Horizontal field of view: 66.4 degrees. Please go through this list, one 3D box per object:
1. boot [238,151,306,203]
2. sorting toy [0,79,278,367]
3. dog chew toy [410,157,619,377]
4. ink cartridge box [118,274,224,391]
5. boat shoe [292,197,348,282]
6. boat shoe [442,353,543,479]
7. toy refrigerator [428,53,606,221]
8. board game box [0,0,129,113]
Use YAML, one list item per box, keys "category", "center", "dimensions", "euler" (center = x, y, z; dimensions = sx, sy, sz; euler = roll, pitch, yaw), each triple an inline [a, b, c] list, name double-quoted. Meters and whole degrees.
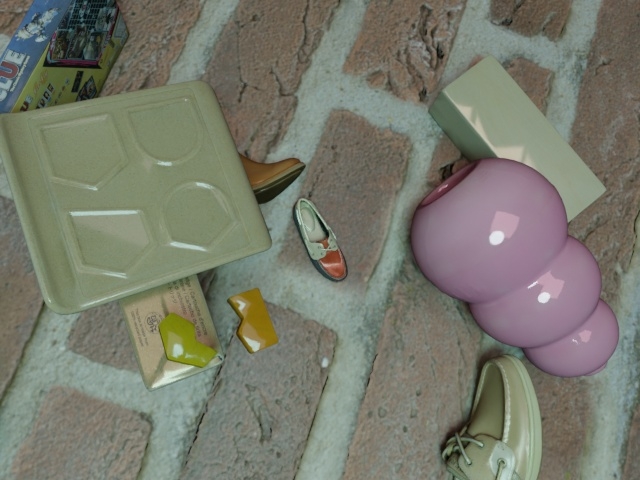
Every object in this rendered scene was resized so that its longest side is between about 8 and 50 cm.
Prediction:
- category: "boot"
  center: [-0.134, -0.120, 0.714]
  dimensions: [0.197, 0.073, 0.152]
  euler: [-26, 78, -15]
- category: "sorting toy"
  center: [-0.170, -0.011, 0.506]
  dimensions: [0.229, 0.041, 0.307]
  euler: [-18, 81, -25]
- category: "dog chew toy"
  center: [0.278, 0.051, 0.677]
  dimensions: [0.206, 0.206, 0.332]
  euler: [-40, 94, -14]
- category: "ink cartridge box"
  center: [-0.197, 0.056, 0.602]
  dimensions: [0.088, 0.193, 0.235]
  euler: [-19, 82, -16]
- category: "boat shoe"
  center: [0.000, 0.000, 0.720]
  dimensions: [0.049, 0.043, 0.137]
  euler: [-27, 84, -15]
- category: "boat shoe"
  center: [0.220, 0.303, 0.656]
  dimensions: [0.098, 0.109, 0.303]
  euler: [10, 82, -7]
- category: "toy refrigerator"
  center: [0.300, -0.143, 0.771]
  dimensions: [0.102, 0.094, 0.270]
  euler: [-38, 85, -7]
- category: "board game box"
  center: [-0.347, -0.238, 0.660]
  dimensions: [0.042, 0.165, 0.243]
  euler: [20, 75, -3]
